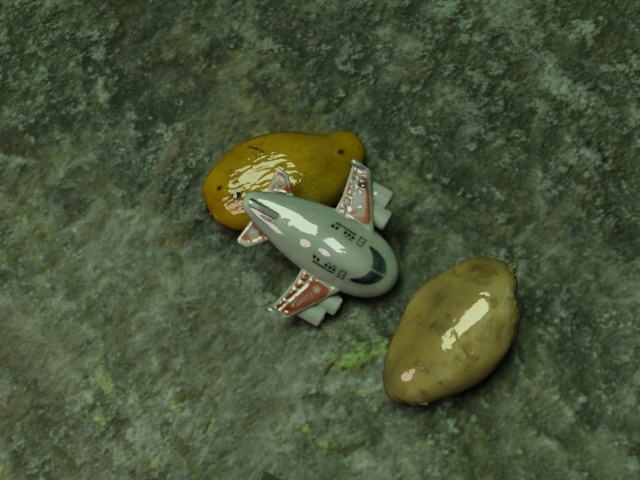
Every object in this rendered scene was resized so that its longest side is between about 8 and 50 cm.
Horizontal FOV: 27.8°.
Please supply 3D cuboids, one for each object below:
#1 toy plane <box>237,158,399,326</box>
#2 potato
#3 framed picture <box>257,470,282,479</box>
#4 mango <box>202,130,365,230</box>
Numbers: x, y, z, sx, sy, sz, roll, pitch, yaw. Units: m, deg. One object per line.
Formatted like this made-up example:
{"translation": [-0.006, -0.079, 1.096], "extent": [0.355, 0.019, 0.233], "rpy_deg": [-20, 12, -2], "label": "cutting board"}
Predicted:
{"translation": [0.000, 0.000, 1.861], "extent": [0.252, 0.118, 0.252], "rpy_deg": [0, 93, -2], "label": "toy plane"}
{"translation": [0.188, 0.130, 1.770], "extent": [0.161, 0.128, 0.234], "rpy_deg": [14, 68, 40], "label": "potato"}
{"translation": [-0.011, 0.431, 1.577], "extent": [0.017, 0.274, 0.217], "rpy_deg": [-11, 50, 48], "label": "framed picture"}
{"translation": [-0.056, -0.100, 1.974], "extent": [0.262, 0.109, 0.157], "rpy_deg": [-22, 55, 1], "label": "mango"}
